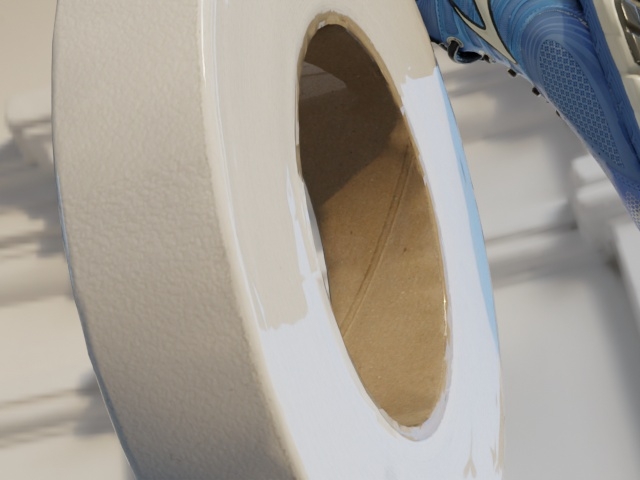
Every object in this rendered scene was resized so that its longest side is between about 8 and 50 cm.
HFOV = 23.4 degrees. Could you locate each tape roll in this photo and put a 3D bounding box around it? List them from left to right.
[{"bbox_3d":[0.000,0.000,0.737,0.072,0.392,0.392,-12,-36,19],"label":"tape roll"}]

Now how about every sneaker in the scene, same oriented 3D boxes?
[{"bbox_3d":[0.133,-0.138,0.891,0.130,0.330,0.147,-9,-23,-44],"label":"sneaker"}]
